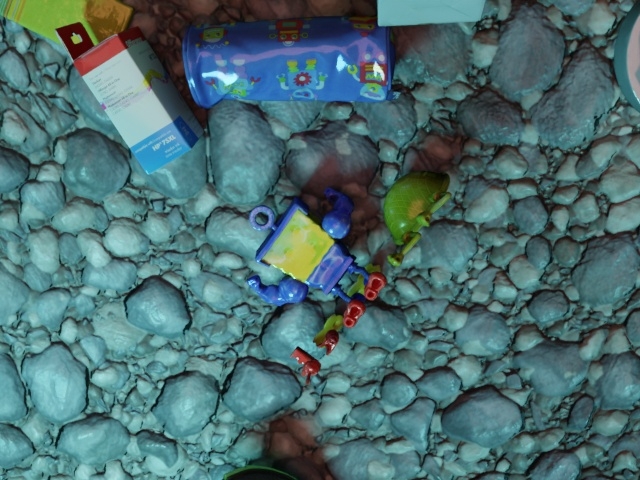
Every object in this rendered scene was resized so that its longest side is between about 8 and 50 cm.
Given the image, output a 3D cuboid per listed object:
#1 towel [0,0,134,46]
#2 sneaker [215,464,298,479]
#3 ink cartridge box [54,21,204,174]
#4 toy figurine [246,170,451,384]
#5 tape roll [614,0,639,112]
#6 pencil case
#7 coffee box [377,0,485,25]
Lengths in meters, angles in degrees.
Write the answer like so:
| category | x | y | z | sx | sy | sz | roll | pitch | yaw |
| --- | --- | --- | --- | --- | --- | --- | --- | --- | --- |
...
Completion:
| category | x | y | z | sx | sy | sz | roll | pitch | yaw |
| --- | --- | --- | --- | --- | --- | --- | --- | --- | --- |
| towel | -0.399 | -0.351 | 1.335 | 0.237 | 0.021 | 0.102 | 26 | 108 | -4 |
| sneaker | -0.008 | 0.544 | 1.397 | 0.185 | 0.202 | 0.483 | -38 | 103 | -14 |
| ink cartridge box | -0.266 | -0.221 | 1.285 | 0.078 | 0.134 | 0.231 | -29 | 105 | 10 |
| toy figurine | 0.000 | 0.000 | 1.309 | 0.217 | 0.191 | 0.362 | 36 | 101 | 0 |
| tape roll | 0.531 | -0.263 | 1.272 | 0.219 | 0.072 | 0.219 | 1 | 103 | 3 |
| pencil case | -0.040 | -0.251 | 1.285 | 0.306 | 0.119 | 0.133 | -2 | 141 | 3 |
| coffee box | 0.141 | -0.419 | 1.199 | 0.141 | 0.098 | 0.246 | -1 | 76 | 3 |
